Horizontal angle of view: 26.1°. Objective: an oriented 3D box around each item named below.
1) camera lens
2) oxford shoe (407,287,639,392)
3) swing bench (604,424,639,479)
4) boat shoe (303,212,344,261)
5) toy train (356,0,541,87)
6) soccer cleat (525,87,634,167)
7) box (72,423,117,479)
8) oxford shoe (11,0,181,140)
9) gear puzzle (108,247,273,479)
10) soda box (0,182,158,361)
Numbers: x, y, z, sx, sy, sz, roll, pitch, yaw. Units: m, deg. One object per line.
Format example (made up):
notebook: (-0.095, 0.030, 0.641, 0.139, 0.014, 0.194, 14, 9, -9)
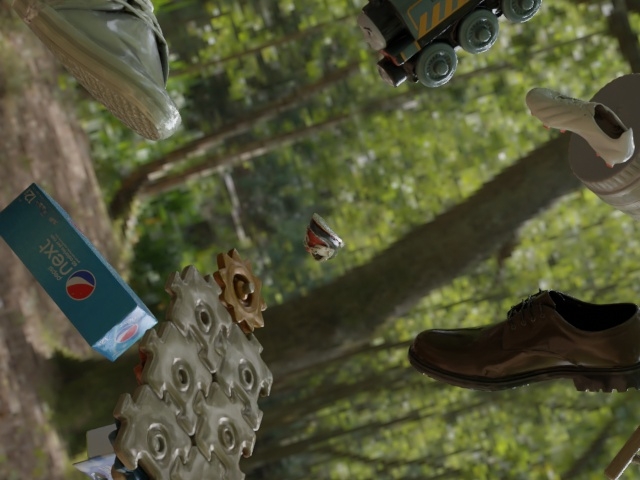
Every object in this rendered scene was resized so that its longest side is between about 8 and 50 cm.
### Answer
camera lens: (0.576, -0.128, 2.277, 0.274, 0.219, 0.219, 27, 26, -28)
oxford shoe: (0.192, 0.085, 1.283, 0.083, 0.227, 0.096, -73, 156, -61)
swing bench: (0.490, 0.223, 1.557, 0.255, 0.165, 0.253, -69, -158, 11)
boat shoe: (0.000, 0.000, 1.738, 0.049, 0.043, 0.137, 50, -1, 10)
toy train: (0.211, -0.395, 2.229, 0.190, 0.334, 0.142, 54, -3, -37)
soccer cleat: (0.389, -0.186, 2.054, 0.196, 0.068, 0.076, 39, -31, 30)
box: (-0.199, 0.250, 1.673, 0.109, 0.178, 0.042, 56, 22, -56)
oxford shoe: (-0.244, -0.237, 1.575, 0.169, 0.130, 0.449, 52, -4, -31)
gear puzzle: (-0.114, 0.122, 1.273, 0.175, 0.044, 0.339, 57, 29, -29)
soda box: (-0.280, 0.035, 1.562, 0.210, 0.071, 0.067, 46, -4, 25)
